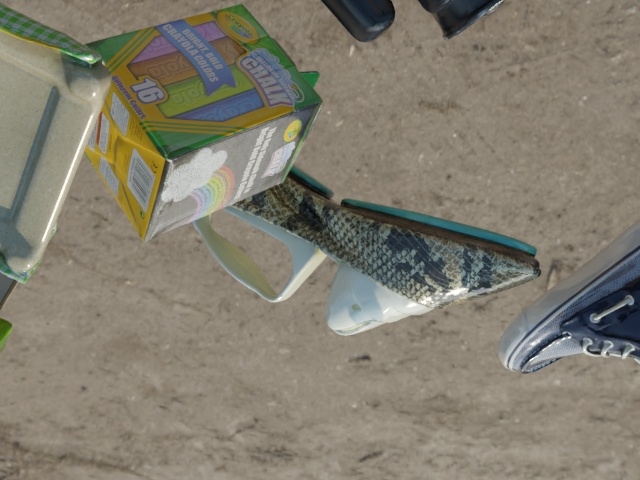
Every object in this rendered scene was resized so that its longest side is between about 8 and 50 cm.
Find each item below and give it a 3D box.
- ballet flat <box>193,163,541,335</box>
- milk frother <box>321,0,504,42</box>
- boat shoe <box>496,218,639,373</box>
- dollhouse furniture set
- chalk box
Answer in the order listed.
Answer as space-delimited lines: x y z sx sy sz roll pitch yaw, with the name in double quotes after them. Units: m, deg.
0.000 0.000 0.801 0.483 0.182 0.164 26 -177 25 "ballet flat"
0.053 -0.163 0.272 0.135 0.129 0.143 51 150 -9 "milk frother"
0.378 0.116 0.880 0.127 0.158 0.340 1 140 -37 "boat shoe"
-0.249 -0.068 0.431 0.197 0.151 0.301 26 126 -15 "dollhouse furniture set"
-0.096 -0.118 0.635 0.132 0.213 0.132 52 144 14 "chalk box"
